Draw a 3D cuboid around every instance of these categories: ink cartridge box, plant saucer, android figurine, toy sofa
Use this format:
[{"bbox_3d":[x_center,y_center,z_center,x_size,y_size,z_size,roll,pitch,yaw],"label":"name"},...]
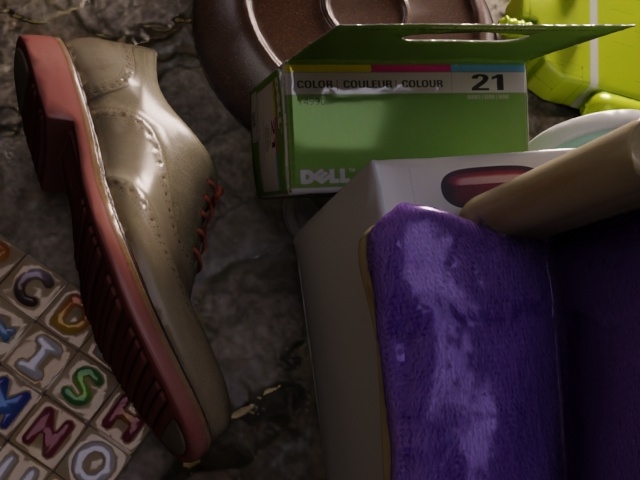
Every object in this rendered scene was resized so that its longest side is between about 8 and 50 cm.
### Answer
[{"bbox_3d":[0.064,-0.081,0.552,0.189,0.255,0.097,-3,93,-14],"label":"ink cartridge box"},{"bbox_3d":[0.037,-0.208,0.743,0.310,0.050,0.310,6,68,-14],"label":"plant saucer"},{"bbox_3d":[0.307,-0.211,0.812,0.273,0.056,0.248,15,66,-11],"label":"android figurine"},{"bbox_3d":[0.124,0.142,0.343,0.177,0.150,0.362,3,79,-16],"label":"toy sofa"}]

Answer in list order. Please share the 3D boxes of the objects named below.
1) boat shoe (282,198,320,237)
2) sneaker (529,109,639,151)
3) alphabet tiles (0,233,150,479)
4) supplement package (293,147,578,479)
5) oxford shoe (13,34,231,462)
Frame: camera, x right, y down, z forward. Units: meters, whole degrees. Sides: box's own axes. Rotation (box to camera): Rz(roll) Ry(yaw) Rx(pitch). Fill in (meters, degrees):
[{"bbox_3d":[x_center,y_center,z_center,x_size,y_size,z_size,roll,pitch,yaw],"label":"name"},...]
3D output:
[{"bbox_3d":[0.000,0.000,0.656,0.035,0.035,0.100,-21,76,-21],"label":"boat shoe"},{"bbox_3d":[0.309,-0.028,0.712,0.256,0.094,0.151,6,61,-16],"label":"sneaker"},{"bbox_3d":[-0.245,0.105,0.564,0.237,0.009,0.198,34,64,1],"label":"alphabet tiles"},{"bbox_3d":[0.087,0.094,0.530,0.145,0.204,0.262,-5,79,-16],"label":"supplement package"},{"bbox_3d":[-0.120,-0.015,0.581,0.130,0.123,0.348,-14,72,-29],"label":"oxford shoe"}]
